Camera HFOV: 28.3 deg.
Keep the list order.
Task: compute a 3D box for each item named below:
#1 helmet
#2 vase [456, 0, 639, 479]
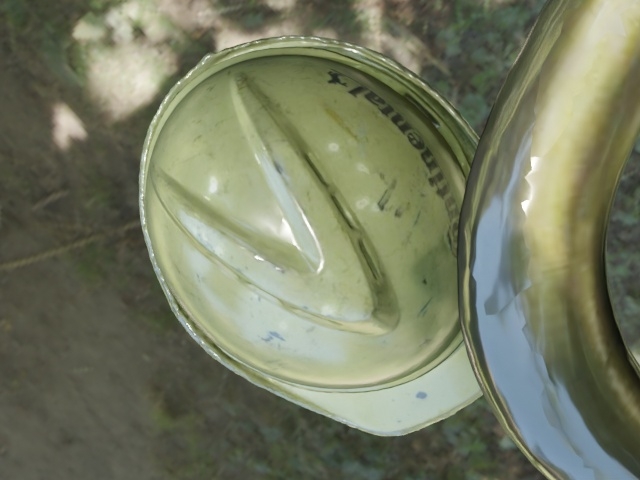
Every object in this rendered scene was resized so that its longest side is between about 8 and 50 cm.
[{"bbox_3d":[0.003,0.003,0.687,0.258,0.137,0.204,40,99,0],"label":"helmet"},{"bbox_3d":[0.197,-0.021,0.355,0.329,0.241,0.302,-21,108,0],"label":"vase"}]
